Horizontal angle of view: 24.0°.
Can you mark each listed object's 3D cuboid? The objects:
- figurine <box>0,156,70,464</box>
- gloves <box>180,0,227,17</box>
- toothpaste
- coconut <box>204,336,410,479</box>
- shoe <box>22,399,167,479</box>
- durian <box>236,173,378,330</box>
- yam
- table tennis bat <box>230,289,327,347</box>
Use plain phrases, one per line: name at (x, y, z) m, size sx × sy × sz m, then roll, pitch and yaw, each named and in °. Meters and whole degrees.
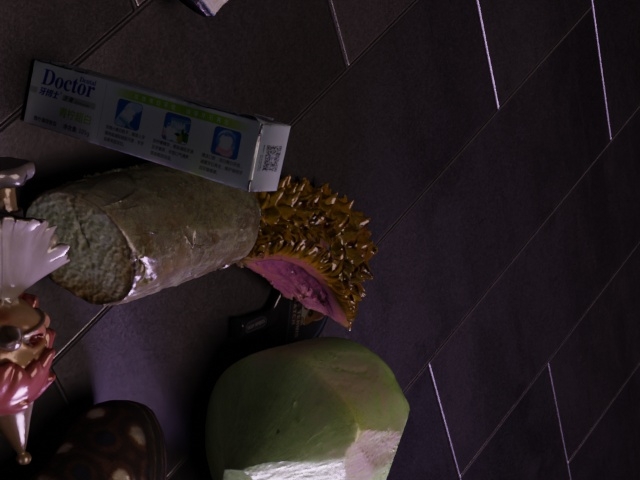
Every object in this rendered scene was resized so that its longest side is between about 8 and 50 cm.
figurine at (-0.380, 0.096, 1.734) m, size 0.207 × 0.166 × 0.386 m, roll -11°, pitch 112°, yaw -33°
gloves at (-0.106, -0.384, 1.927) m, size 0.229 × 0.119 × 0.097 m, roll -54°, pitch 178°, yaw -26°
toothpaste at (-0.193, -0.136, 1.724) m, size 0.067 × 0.337 × 0.081 m, roll -2°, pitch 107°, yaw -58°
coconut at (-0.027, 0.293, 2.211) m, size 0.328 × 0.281 × 0.328 m, roll -32°, pitch 165°, yaw -10°
shoe at (-0.336, 0.371, 1.897) m, size 0.237 × 0.171 × 0.383 m, roll 27°, pitch 67°, yaw -45°
durian at (-0.001, -0.001, 2.228) m, size 0.341 × 0.112 × 0.191 m, roll 37°, pitch 70°, yaw -49°
yam at (-0.216, -0.018, 1.908) m, size 0.304 × 0.168 × 0.168 m, roll -20°, pitch 121°, yaw -50°
table tennis bat at (-0.056, 0.112, 2.302) m, size 0.236 × 0.027 × 0.150 m, roll -14°, pitch 116°, yaw -53°
